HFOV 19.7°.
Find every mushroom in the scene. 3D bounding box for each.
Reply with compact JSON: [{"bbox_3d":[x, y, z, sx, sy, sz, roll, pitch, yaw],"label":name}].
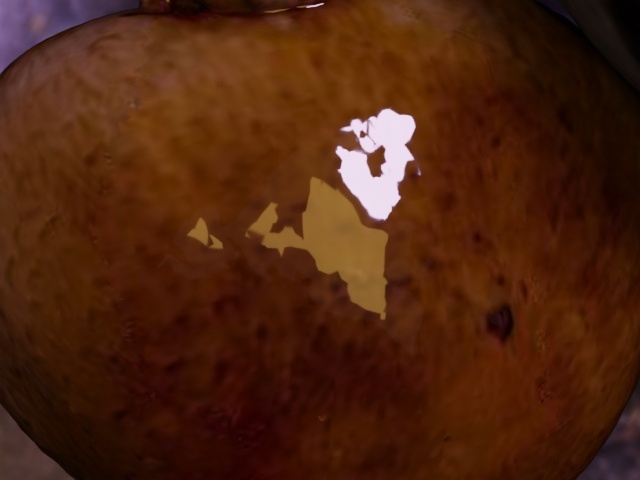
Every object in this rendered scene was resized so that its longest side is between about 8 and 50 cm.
[{"bbox_3d":[-0.002,-0.003,0.667,0.263,0.195,0.283,-21,100,4],"label":"mushroom"}]

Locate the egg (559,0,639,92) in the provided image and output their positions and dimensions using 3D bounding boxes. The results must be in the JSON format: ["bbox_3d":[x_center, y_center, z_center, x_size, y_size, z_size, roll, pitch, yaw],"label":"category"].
[{"bbox_3d":[0.247,-0.159,0.594,0.428,0.345,0.345,27,95,-24],"label":"egg"}]
